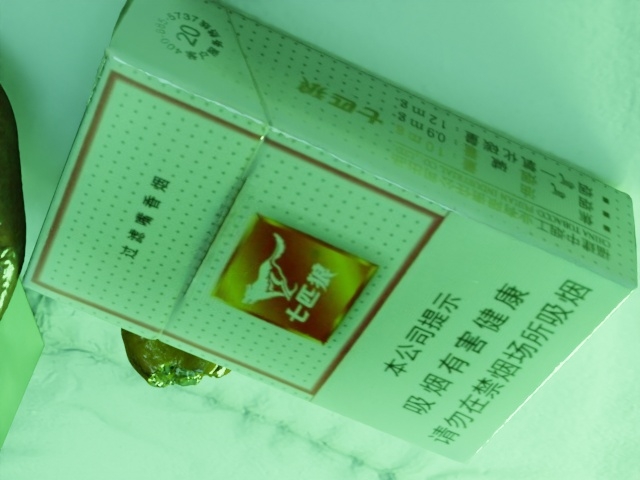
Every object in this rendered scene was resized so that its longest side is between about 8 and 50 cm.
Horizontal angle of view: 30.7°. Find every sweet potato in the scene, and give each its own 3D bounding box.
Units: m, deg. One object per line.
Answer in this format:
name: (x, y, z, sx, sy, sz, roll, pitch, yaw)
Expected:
sweet potato: (-0.224, -0.060, 0.720, 0.078, 0.058, 0.255, -11, 108, 6)

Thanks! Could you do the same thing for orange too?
orange: (-0.099, 0.065, 0.836, 0.086, 0.062, 0.086, 0, 93, -3)

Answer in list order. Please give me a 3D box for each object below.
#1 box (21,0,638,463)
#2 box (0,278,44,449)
box: (0.000, 0.000, 0.735, 0.330, 0.095, 0.210, 24, 132, -9)
box: (-0.340, 0.096, 0.868, 0.225, 0.129, 0.086, 2, 134, 10)
